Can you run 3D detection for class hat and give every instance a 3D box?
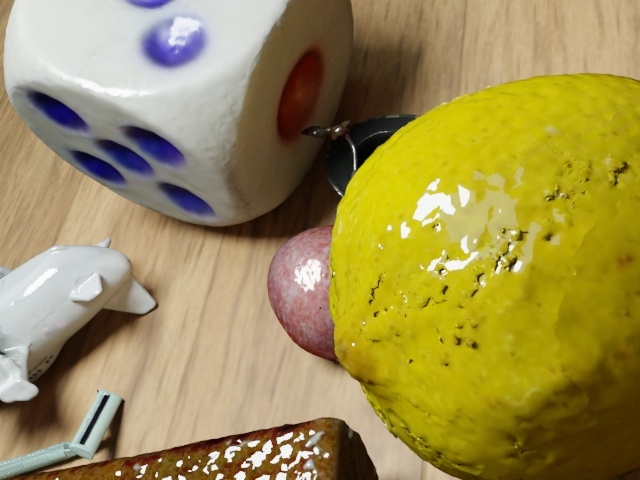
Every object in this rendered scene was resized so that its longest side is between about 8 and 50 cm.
[{"bbox_3d":[0.063,-0.071,0.843,0.121,0.050,0.121,-13,54,18],"label":"hat"}]

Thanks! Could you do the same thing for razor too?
[{"bbox_3d":[-0.285,0.211,0.843,0.211,0.035,0.084,-26,20,19],"label":"razor"}]

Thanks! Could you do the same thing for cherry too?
[{"bbox_3d":[0.000,0.000,0.781,0.107,0.090,0.225,-23,57,27],"label":"cherry"}]

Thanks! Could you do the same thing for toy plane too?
[{"bbox_3d":[-0.294,0.086,0.896,0.245,0.117,0.244,-29,28,17],"label":"toy plane"}]

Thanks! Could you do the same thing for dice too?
[{"bbox_3d":[-0.129,-0.175,0.871,0.251,0.243,0.259,19,66,16],"label":"dice"}]

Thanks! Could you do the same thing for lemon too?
[{"bbox_3d":[0.151,0.021,0.566,0.310,0.257,0.258,-24,42,-11],"label":"lemon"}]

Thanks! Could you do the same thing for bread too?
[{"bbox_3d":[-0.152,0.251,0.664,0.417,0.113,0.165,-15,47,23],"label":"bread"}]
